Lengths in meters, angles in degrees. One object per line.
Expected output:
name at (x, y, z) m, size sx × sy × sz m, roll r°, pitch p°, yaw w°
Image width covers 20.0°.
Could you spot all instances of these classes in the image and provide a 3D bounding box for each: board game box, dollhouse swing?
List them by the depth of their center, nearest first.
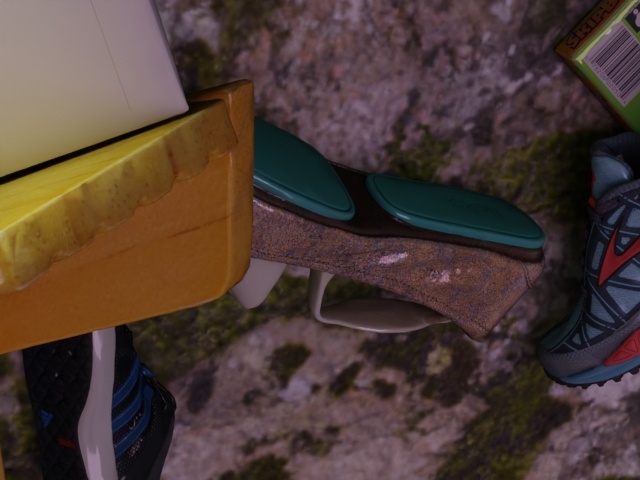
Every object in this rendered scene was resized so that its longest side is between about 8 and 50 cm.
dollhouse swing at (-0.174, 0.134, 0.913) m, size 0.315 × 0.347 × 0.305 m, roll -14°, pitch 102°, yaw 28°
board game box at (0.282, -0.088, 1.247) m, size 0.124 × 0.039 × 0.259 m, roll -46°, pitch 117°, yaw 1°

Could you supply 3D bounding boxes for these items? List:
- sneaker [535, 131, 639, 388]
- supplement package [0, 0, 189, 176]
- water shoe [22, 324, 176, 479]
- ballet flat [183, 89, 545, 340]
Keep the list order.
sneaker at (0.217, -0.017, 1.207) m, size 0.125 × 0.104 × 0.262 m, roll 37°, pitch 114°, yaw -8°
supplement package at (-0.238, -0.123, 0.896) m, size 0.293 × 0.175 × 0.177 m, roll -20°, pitch 122°, yaw -3°
water shoe at (-0.134, 0.096, 1.135) m, size 0.080 × 0.073 × 0.203 m, roll -21°, pitch 119°, yaw -44°
ballet flat at (0.000, 0.000, 1.127) m, size 0.316 × 0.107 × 0.106 m, roll 18°, pitch 115°, yaw -27°
